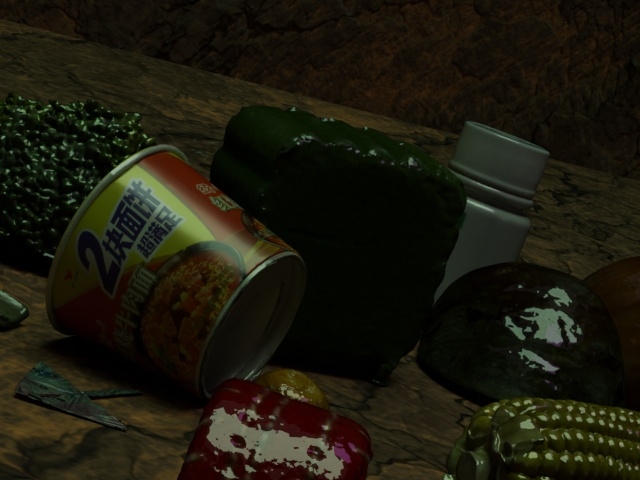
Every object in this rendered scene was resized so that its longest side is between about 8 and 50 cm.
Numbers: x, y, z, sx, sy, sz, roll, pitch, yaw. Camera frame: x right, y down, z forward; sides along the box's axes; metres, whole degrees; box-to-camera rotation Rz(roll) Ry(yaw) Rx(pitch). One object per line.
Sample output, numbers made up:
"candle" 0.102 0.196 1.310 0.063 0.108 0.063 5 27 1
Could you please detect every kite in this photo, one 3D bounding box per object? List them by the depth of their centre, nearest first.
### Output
"kite" -0.205 0.136 1.684 0.152 0.005 0.137 6 19 -45

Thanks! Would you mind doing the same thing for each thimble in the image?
"thimble" -0.043 0.185 1.325 0.125 0.163 0.189 20 12 1

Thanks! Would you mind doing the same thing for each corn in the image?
"corn" 0.264 0.213 1.709 0.387 0.144 0.144 7 16 -41

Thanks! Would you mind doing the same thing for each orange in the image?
"orange" -0.031 0.153 1.712 0.083 0.070 0.083 25 19 -10

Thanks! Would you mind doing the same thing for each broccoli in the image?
"broccoli" -0.276 -0.077 2.122 0.242 0.180 0.273 19 12 7

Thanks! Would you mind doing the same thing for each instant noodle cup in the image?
"instant noodle cup" -0.125 0.041 1.804 0.174 0.213 0.213 32 16 21

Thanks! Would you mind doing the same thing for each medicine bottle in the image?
"medicine bottle" 0.193 -0.022 2.420 0.139 0.237 0.139 19 8 -3

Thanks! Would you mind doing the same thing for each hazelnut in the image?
"hazelnut" 0.367 0.107 2.249 0.210 0.186 0.210 30 22 -14

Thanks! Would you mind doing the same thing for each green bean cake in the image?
"green bean cake" 0.000 0.000 2.021 0.250 0.247 0.156 11 13 -30

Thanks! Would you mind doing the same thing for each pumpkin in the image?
"pumpkin" 0.204 0.094 2.161 0.169 0.148 0.312 13 8 -43

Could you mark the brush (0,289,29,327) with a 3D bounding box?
"brush" -0.408 0.015 1.849 0.282 0.048 0.054 29 17 14
